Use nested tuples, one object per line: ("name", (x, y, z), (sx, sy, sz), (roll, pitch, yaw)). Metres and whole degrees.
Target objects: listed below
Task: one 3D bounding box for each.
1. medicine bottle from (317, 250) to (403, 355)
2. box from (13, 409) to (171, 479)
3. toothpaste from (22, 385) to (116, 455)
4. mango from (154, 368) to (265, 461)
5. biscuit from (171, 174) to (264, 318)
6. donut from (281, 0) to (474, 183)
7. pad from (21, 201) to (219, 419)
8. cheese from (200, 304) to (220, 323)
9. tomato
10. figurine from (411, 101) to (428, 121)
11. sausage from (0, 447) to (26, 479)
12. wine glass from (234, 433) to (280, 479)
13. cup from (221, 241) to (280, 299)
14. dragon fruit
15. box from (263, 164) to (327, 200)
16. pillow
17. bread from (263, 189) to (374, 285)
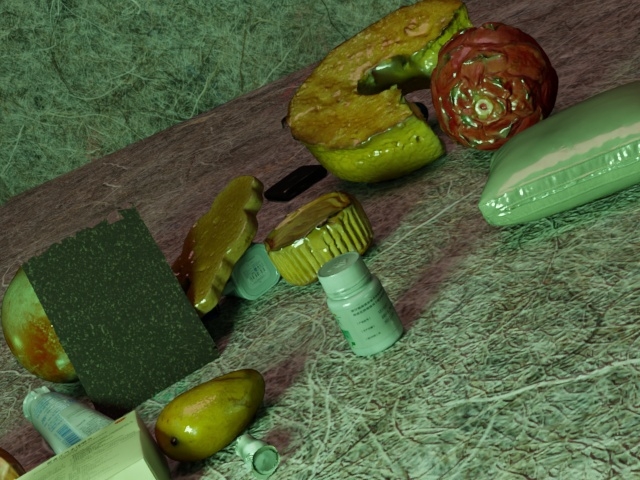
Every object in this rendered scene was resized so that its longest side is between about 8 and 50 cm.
("medicine bottle", (0.053, 0.086, 1.450), (0.080, 0.130, 0.080), (-26, 18, 9))
("box", (-0.303, 0.333, 1.363), (0.212, 0.095, 0.168), (-30, 19, -5))
("toothpaste", (-0.383, 0.296, 1.645), (0.114, 0.073, 0.299), (-36, 27, -24))
("mango", (-0.144, 0.234, 1.419), (0.165, 0.089, 0.115), (-28, 8, -7))
("biscuit", (-0.184, 0.013, 1.850), (0.186, 0.044, 0.295), (5, 59, 49))
("donut", (0.134, -0.294, 2.178), (0.378, 0.163, 0.435), (3, 51, 42))
("pad", (-0.334, 0.113, 1.750), (0.220, 0.330, 0.004), (-30, -21, -7))
("cheese", (-0.282, 0.173, 1.821), (0.244, 0.062, 0.155), (-29, 16, -2))
("tomato", (-0.449, 0.115, 1.900), (0.270, 0.223, 0.270), (-51, -2, -2))
("figurine", (0.176, -0.272, 2.342), (0.086, 0.087, 0.149), (-68, 22, 0))
("sausage", (-0.524, 0.362, 1.560), (0.258, 0.133, 0.133), (-10, 26, 44))
("wine glass", (-0.082, 0.267, 1.316), (0.039, 0.042, 0.083), (6, 1, -24))
("cup", (-0.158, 0.059, 1.897), (0.128, 0.095, 0.129), (-38, 21, -24))
("dragon fruit", (0.309, -0.274, 1.910), (0.241, 0.241, 0.252), (-31, 6, -7))
("box", (-0.058, -0.129, 2.376), (0.126, 0.027, 0.125), (-36, 17, -19))
("pillow", (0.394, -0.133, 1.562), (0.322, 0.119, 0.255), (-24, 16, 22))
("bread", (0.001, 0.000, 1.813), (0.199, 0.104, 0.199), (-30, 16, 9))
